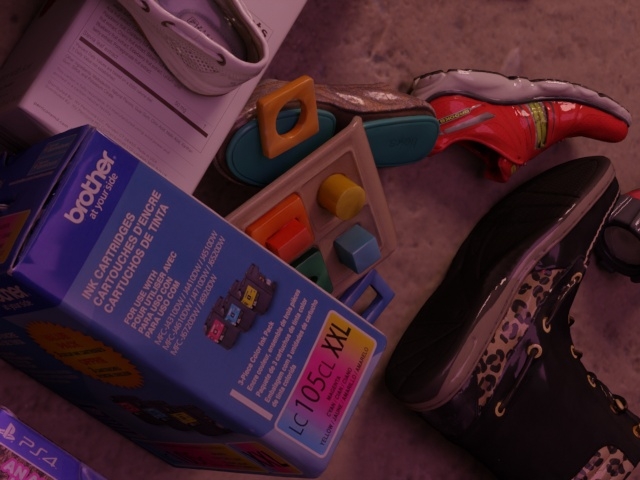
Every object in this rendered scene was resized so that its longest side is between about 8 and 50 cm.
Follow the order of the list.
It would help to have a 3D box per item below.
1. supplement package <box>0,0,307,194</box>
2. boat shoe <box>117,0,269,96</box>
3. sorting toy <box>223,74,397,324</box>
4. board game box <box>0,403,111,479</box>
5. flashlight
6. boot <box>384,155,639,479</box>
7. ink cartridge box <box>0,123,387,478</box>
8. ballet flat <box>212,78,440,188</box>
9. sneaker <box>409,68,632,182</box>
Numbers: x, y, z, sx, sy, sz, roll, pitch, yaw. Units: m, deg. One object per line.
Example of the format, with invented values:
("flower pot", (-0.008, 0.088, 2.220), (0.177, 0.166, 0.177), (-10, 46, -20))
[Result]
("supplement package", (-0.165, -0.175, 1.355), (0.175, 0.177, 0.293), (38, 68, -23))
("boat shoe", (-0.141, -0.241, 1.216), (0.277, 0.096, 0.098), (45, 65, -18))
("sorting toy", (0.000, 0.000, 1.435), (0.196, 0.047, 0.347), (-41, 138, -20))
("board game box", (-0.287, 0.320, 1.267), (0.232, 0.141, 0.291), (40, 67, -24))
("flashlight", (0.446, -0.074, 1.797), (0.103, 0.103, 0.304), (39, 58, 12))
("boot", (0.264, 0.117, 1.639), (0.284, 0.138, 0.377), (51, 60, -22))
("ink cartridge box", (-0.183, 0.048, 1.276), (0.395, 0.270, 0.151), (38, 65, -25))
("ballet flat", (-0.014, -0.116, 1.480), (0.316, 0.106, 0.107), (-3, 127, -48))
("sneaker", (0.221, -0.123, 1.658), (0.279, 0.107, 0.118), (4, 90, -22))
